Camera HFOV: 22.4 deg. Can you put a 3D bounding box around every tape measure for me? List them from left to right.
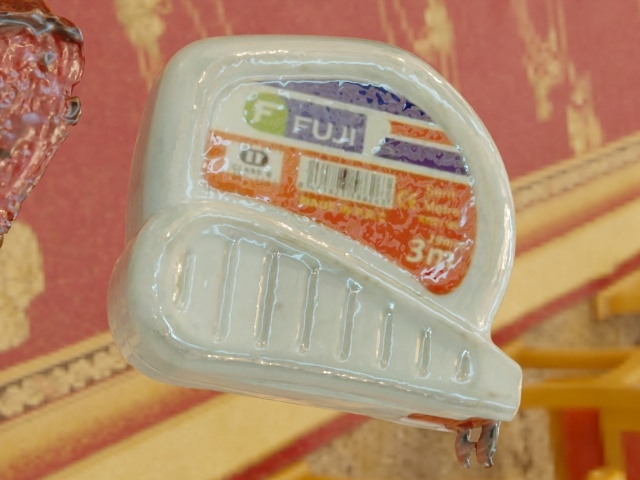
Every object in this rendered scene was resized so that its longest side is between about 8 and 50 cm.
[{"bbox_3d":[0.000,0.001,0.988,0.243,0.125,0.246,12,73,-15],"label":"tape measure"}]

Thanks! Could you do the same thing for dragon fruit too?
[{"bbox_3d":[-0.196,-0.045,0.885,0.192,0.092,0.122,-67,161,13],"label":"dragon fruit"}]
